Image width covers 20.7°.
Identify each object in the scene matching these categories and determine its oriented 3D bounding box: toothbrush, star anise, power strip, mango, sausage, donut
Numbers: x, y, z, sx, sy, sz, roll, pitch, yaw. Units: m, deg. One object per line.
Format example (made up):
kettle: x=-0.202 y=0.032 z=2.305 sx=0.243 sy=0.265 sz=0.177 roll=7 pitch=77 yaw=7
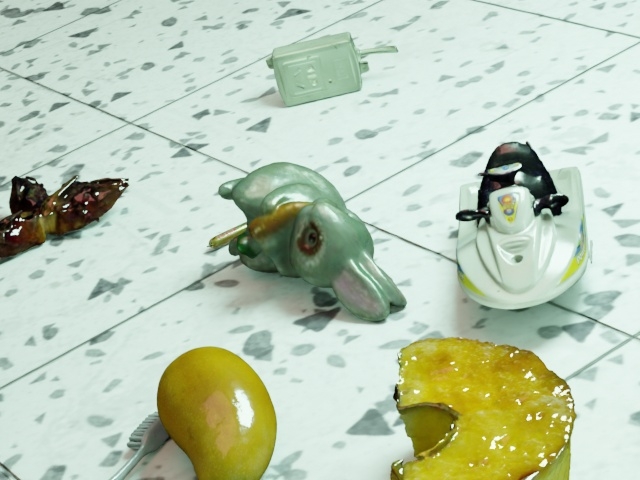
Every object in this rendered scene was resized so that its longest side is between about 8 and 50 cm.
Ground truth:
toothbrush: x=-0.227 y=0.254 z=1.558 sx=0.029 sy=0.024 sz=0.354 roll=-4 pitch=28 yaw=34
star anise: x=-0.335 y=-0.041 z=2.161 sx=0.212 sy=0.053 sz=0.157 roll=-19 pitch=27 yaw=-2
power strip: x=0.017 y=-0.231 z=2.313 sx=0.175 sy=0.075 sz=0.042 roll=-13 pitch=24 yaw=7
mango: x=-0.092 y=0.161 z=1.600 sx=0.102 sy=0.085 sz=0.184 roll=-20 pitch=32 yaw=-6
sausage: x=-0.086 y=-0.013 z=2.012 sx=0.100 sy=0.015 sz=0.015 roll=-25 pitch=28 yaw=-18
donut: x=0.137 y=0.173 z=1.427 sx=0.152 sy=0.101 sz=0.259 roll=-9 pitch=26 yaw=12

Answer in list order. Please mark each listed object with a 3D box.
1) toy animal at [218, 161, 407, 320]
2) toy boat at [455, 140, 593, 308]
toy animal: x=0.001 y=-0.003 z=1.839 sx=0.251 sy=0.125 sz=0.127 roll=28 pitch=78 yaw=47
toy boat: x=0.199 y=-0.021 z=1.747 sx=0.141 sy=0.140 sz=0.269 roll=-11 pitch=13 yaw=11
